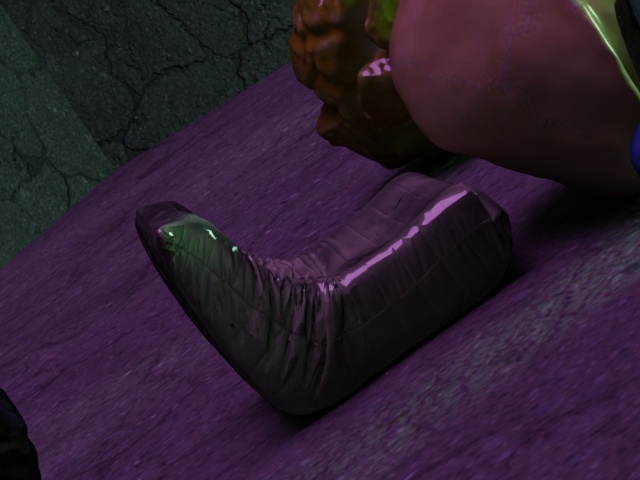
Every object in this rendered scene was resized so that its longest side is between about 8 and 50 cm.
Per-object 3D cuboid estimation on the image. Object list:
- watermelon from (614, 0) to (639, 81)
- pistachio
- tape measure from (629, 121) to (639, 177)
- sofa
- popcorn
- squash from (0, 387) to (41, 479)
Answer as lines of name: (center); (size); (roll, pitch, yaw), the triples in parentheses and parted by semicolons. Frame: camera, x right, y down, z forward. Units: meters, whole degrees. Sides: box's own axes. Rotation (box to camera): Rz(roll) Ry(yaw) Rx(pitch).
watermelon: (0.293, -0.089, 0.967); (0.256, 0.193, 0.140); (-26, -6, 7)
pistachio: (0.176, -0.148, 1.447); (0.229, 0.238, 0.321); (-42, 31, -10)
tape measure: (0.298, -0.096, 1.200); (0.215, 0.098, 0.351); (-30, 8, 18)
sofa: (0.000, 0.000, 1.470); (0.225, 0.176, 0.210); (-35, 9, -4)
popcorn: (0.110, -0.216, 2.008); (0.282, 0.247, 0.282); (-21, 17, 7)
squash: (-0.318, 0.186, 1.404); (0.252, 0.252, 0.165); (-41, 7, -35)
